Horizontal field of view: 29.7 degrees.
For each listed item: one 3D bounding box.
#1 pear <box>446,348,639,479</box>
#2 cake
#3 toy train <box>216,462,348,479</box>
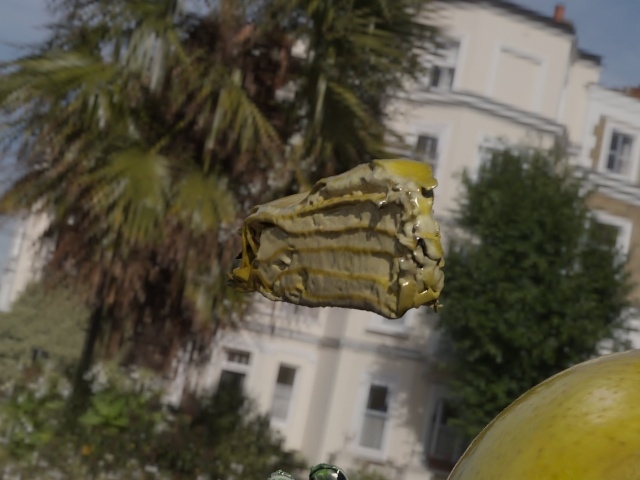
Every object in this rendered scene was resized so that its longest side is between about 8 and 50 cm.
[{"bbox_3d":[0.177,0.223,0.786,0.386,0.340,0.191,-28,36,-27],"label":"pear"},{"bbox_3d":[0.000,-0.004,0.608,0.116,0.080,0.185,-4,9,3],"label":"cake"},{"bbox_3d":[-0.051,0.235,0.980,0.202,0.081,0.060,-16,22,27],"label":"toy train"}]
